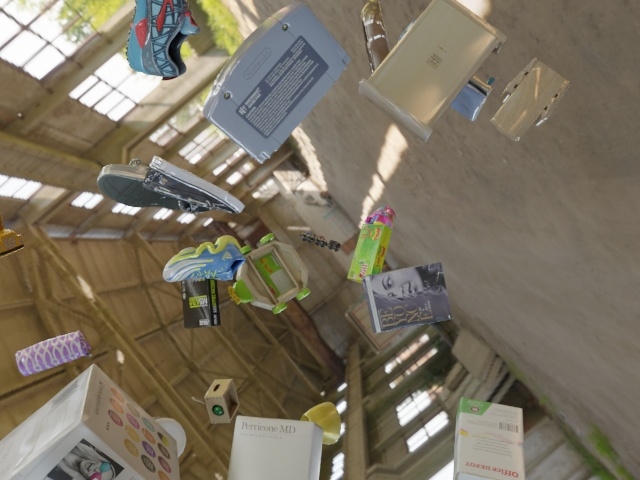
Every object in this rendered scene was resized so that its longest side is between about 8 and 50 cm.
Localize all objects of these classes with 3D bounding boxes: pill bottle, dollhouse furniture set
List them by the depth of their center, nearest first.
[{"bbox_3d":[0.219,-0.231,1.068,0.286,0.198,0.303,39,177,6],"label":"dollhouse furniture set"},{"bbox_3d":[-0.490,0.595,1.806,0.130,0.130,0.246,50,152,-4],"label":"pill bottle"}]

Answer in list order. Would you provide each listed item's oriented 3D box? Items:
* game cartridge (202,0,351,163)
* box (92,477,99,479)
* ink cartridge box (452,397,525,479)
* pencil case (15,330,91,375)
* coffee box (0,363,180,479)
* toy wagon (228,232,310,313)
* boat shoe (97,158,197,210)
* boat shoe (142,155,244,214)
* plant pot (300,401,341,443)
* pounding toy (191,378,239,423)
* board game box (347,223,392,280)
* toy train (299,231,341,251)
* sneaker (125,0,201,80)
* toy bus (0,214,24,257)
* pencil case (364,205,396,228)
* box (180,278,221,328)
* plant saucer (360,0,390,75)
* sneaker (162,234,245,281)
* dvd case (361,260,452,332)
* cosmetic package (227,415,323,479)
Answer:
[{"bbox_3d":[-0.093,-0.324,1.232,0.198,0.297,0.062,39,-176,-36],"label":"game cartridge"},{"bbox_3d":[-0.406,0.594,1.174,0.182,0.119,0.181,7,129,49],"label":"box"},{"bbox_3d":[0.404,0.502,1.453,0.212,0.154,0.093,-70,-14,-51],"label":"ink cartridge box"},{"bbox_3d":[-0.805,0.340,1.822,0.088,0.206,0.086,115,138,-72],"label":"pencil case"},{"bbox_3d":[-0.574,0.573,1.454,0.334,0.338,0.337,51,175,-18],"label":"coffee box"},{"bbox_3d":[-0.201,0.136,2.184,0.267,0.344,0.068,57,142,6],"label":"toy wagon"},{"bbox_3d":[-0.465,-0.159,1.665,0.320,0.118,0.103,6,-127,-45],"label":"boat shoe"},{"bbox_3d":[-0.337,-0.119,1.617,0.108,0.102,0.301,26,180,44],"label":"boat shoe"},{"bbox_3d":[-0.009,0.598,1.961,0.095,0.134,0.134,4,-149,-34],"label":"plant pot"},{"bbox_3d":[-0.363,0.560,2.101,0.141,0.100,0.130,-61,-38,-67],"label":"pounding toy"},{"bbox_3d":[0.153,0.041,1.865,0.092,0.181,0.043,6,165,46],"label":"board game box"},{"bbox_3d":[0.000,0.000,2.119,0.158,0.036,0.027,18,148,23],"label":"toy train"},{"bbox_3d":[-0.272,-0.427,1.117,0.125,0.262,0.104,21,-150,6],"label":"sneaker"},{"bbox_3d":[-1.057,-0.021,1.806,0.108,0.333,0.130,-39,-51,-63],"label":"toy bus"},{"bbox_3d":[0.228,-0.071,2.264,0.104,0.104,0.236,50,-166,2],"label":"pencil case"},{"bbox_3d":[-0.402,0.199,2.013,0.045,0.191,0.184,2,-99,-39],"label":"box"},{"bbox_3d":[0.155,-0.491,1.616,0.310,0.050,0.310,-13,-90,-85],"label":"plant saucer"},{"bbox_3d":[-0.321,0.071,1.719,0.126,0.240,0.091,43,150,33],"label":"sneaker"},{"bbox_3d":[0.237,0.157,1.658,0.018,0.221,0.164,-58,-44,-79],"label":"dvd case"},{"bbox_3d":[-0.134,0.721,1.628,0.161,0.230,0.453,68,-155,-65],"label":"cosmetic package"}]
